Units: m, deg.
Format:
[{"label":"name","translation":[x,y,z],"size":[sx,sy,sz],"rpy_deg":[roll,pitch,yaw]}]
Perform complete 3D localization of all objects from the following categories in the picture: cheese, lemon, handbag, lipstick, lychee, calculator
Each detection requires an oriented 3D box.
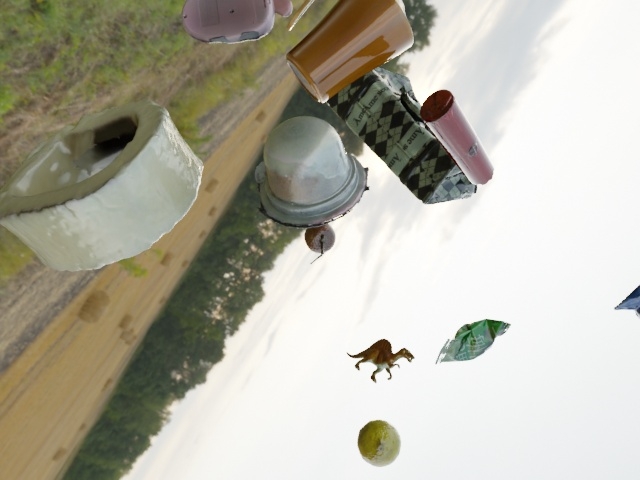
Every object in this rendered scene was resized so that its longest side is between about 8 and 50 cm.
[{"label":"cheese","translation":[-0.389,-0.098,0.993],"size":[0.332,0.153,0.292],"rpy_deg":[-12,-137,16]},{"label":"lemon","translation":[0.142,0.491,1.359],"size":[0.133,0.109,0.109],"rpy_deg":[86,29,-62]},{"label":"handbag","translation":[0.249,-0.274,1.481],"size":[0.316,0.416,0.180],"rpy_deg":[-3,138,-51]},{"label":"lipstick","translation":[0.281,-0.199,1.130],"size":[0.073,0.279,0.073],"rpy_deg":[-14,-117,28]},{"label":"lychee","translation":[0.001,-0.001,1.790],"size":[0.114,0.101,0.140],"rpy_deg":[-55,-133,18]},{"label":"calculator","translation":[-0.125,-0.342,0.834],"size":[0.024,0.166,0.103],"rpy_deg":[72,8,-76]}]

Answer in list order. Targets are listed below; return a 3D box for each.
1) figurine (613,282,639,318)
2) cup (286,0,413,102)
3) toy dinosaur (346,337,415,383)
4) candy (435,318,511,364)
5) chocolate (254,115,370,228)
[{"label":"figurine","translation":[0.528,0.140,0.744],"size":[0.164,0.262,0.121],"rpy_deg":[-43,168,-34]},{"label":"cup","translation":[0.048,-0.447,1.214],"size":[0.264,0.226,0.182],"rpy_deg":[-39,-173,0]},{"label":"toy dinosaur","translation":[0.168,0.342,1.686],"size":[0.212,0.057,0.142],"rpy_deg":[36,-88,41]},{"label":"candy","translation":[0.425,0.284,1.594],"size":[0.078,0.203,0.141],"rpy_deg":[-122,-157,-47]},{"label":"chocolate","translation":[-0.030,-0.140,0.972],"size":[0.221,0.221,0.147],"rpy_deg":[-66,149,-42]}]
